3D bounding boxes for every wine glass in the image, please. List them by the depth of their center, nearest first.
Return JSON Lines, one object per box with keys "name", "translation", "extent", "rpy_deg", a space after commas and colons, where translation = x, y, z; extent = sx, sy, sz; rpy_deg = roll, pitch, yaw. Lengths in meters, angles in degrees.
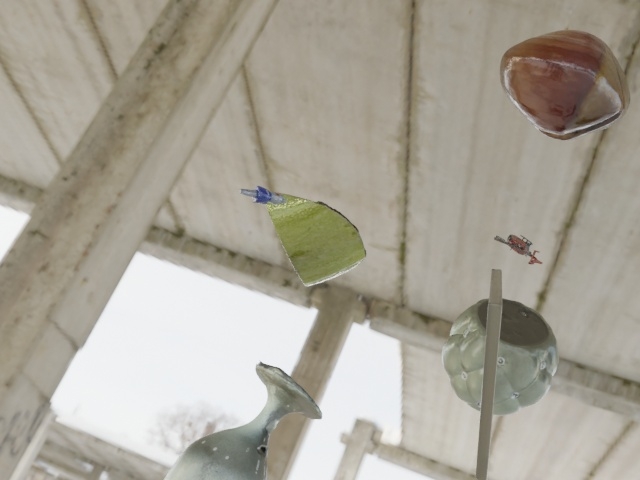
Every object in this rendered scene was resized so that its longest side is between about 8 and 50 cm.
{"name": "wine glass", "translation": [-0.110, 0.285, 1.086], "extent": [0.126, 0.241, 0.126], "rpy_deg": [35, -21, 15]}

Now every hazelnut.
{"name": "hazelnut", "translation": [0.391, -0.246, 1.354], "extent": [0.180, 0.181, 0.212], "rpy_deg": [-20, -22, 31]}

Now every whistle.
{"name": "whistle", "translation": [-0.096, -0.076, 1.392], "extent": [0.083, 0.029, 0.033], "rpy_deg": [11, 18, -26]}

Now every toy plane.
{"name": "toy plane", "translation": [0.491, 0.021, 2.034], "extent": [0.060, 0.037, 0.145], "rpy_deg": [6, 25, -34]}

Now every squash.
{"name": "squash", "translation": [0.000, 0.000, 1.704], "extent": [0.154, 0.204, 0.237], "rpy_deg": [-27, -55, 2]}

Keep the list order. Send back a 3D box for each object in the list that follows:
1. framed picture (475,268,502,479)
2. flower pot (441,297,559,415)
{"name": "framed picture", "translation": [0.220, 0.160, 1.087], "extent": [0.016, 0.213, 0.289], "rpy_deg": [4, 6, 12]}
{"name": "flower pot", "translation": [0.377, 0.248, 1.762], "extent": [0.246, 0.246, 0.195], "rpy_deg": [19, -59, 12]}
